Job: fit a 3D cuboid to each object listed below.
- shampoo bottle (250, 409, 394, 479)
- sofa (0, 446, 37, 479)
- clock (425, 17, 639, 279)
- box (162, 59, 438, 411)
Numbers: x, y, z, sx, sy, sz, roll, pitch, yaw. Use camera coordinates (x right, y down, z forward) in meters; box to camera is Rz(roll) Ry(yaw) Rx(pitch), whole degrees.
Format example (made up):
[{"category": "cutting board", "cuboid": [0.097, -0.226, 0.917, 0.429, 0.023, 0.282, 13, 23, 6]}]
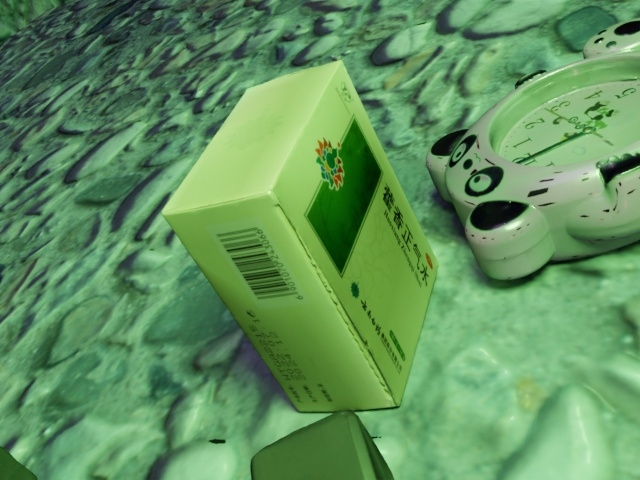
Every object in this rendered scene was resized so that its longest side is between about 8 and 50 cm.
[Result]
[{"category": "shampoo bottle", "cuboid": [0.020, 0.204, 0.411, 0.079, 0.080, 0.246, -26, 31, 5]}, {"category": "sofa", "cuboid": [-0.289, 0.185, 0.623, 0.085, 0.147, 0.060, -16, 36, 19]}, {"category": "clock", "cuboid": [0.222, -0.077, 0.662, 0.248, 0.090, 0.227, -26, 30, 7]}, {"category": "box", "cuboid": [0.000, 0.000, 0.603, 0.095, 0.212, 0.168, -11, 36, 28]}]
